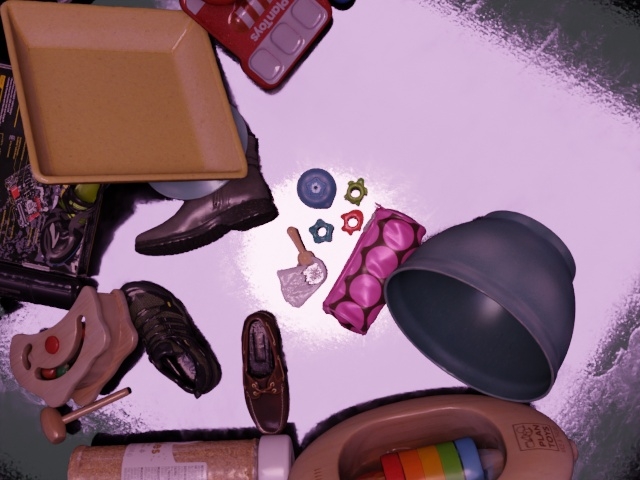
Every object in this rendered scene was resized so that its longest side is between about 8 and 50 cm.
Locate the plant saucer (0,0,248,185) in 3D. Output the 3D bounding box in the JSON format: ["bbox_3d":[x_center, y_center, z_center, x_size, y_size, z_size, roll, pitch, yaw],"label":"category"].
[{"bbox_3d":[-0.312,-0.213,1.567,0.332,0.081,0.333,-3,61,-30],"label":"plant saucer"}]

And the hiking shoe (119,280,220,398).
[{"bbox_3d":[-0.248,0.155,1.634,0.086,0.114,0.227,-41,88,1],"label":"hiking shoe"}]

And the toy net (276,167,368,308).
[{"bbox_3d":[0.000,0.000,1.664,0.122,0.045,0.232,14,91,1],"label":"toy net"}]

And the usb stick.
[{"bbox_3d":[-0.526,0.066,1.670,0.277,0.077,0.045,11,60,3],"label":"usb stick"}]

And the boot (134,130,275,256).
[{"bbox_3d":[-0.204,-0.078,1.667,0.246,0.083,0.161,-19,76,2],"label":"boot"}]

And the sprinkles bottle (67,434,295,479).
[{"bbox_3d":[-0.220,0.382,1.625,0.355,0.121,0.121,-3,89,2],"label":"sprinkles bottle"}]

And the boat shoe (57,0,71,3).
[{"bbox_3d":[-0.350,-0.532,1.664,0.320,0.103,0.118,-48,43,-2],"label":"boat shoe"}]

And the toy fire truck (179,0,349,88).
[{"bbox_3d":[-0.079,-0.432,1.632,0.254,0.169,0.302,40,89,-24],"label":"toy fire truck"}]

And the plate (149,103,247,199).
[{"bbox_3d":[-0.211,-0.157,1.646,0.188,0.024,0.188,-5,67,13],"label":"plate"}]

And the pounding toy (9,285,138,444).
[{"bbox_3d":[-0.394,0.188,1.653,0.269,0.154,0.154,-51,62,17],"label":"pounding toy"}]

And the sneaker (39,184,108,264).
[{"bbox_3d":[-0.388,-0.051,1.587,0.067,0.078,0.188,29,89,-3],"label":"sneaker"}]

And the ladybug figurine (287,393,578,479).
[{"bbox_3d":[0.175,0.382,1.548,0.449,0.305,0.162,-9,124,2],"label":"ladybug figurine"}]

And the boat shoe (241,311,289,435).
[{"bbox_3d":[-0.095,0.220,1.649,0.073,0.073,0.207,-10,90,1],"label":"boat shoe"}]

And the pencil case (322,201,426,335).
[{"bbox_3d":[0.081,0.046,1.635,0.098,0.095,0.209,29,88,-32],"label":"pencil case"}]

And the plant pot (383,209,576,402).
[{"bbox_3d":[0.271,0.079,1.553,0.293,0.293,0.196,39,63,3],"label":"plant pot"}]

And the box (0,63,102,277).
[{"bbox_3d":[-0.485,-0.120,1.669,0.257,0.079,0.322,11,89,0],"label":"box"}]
